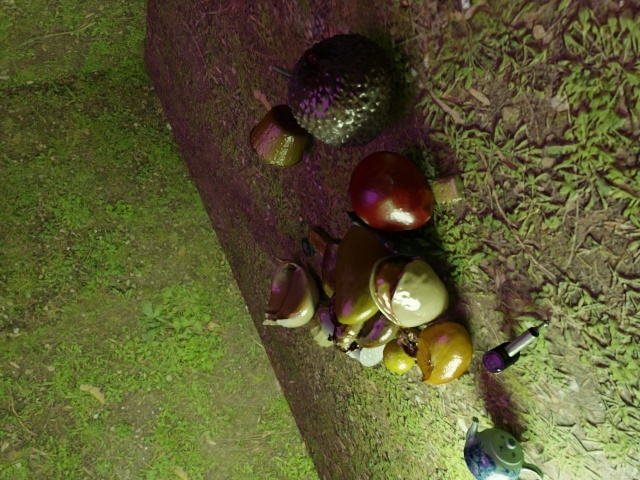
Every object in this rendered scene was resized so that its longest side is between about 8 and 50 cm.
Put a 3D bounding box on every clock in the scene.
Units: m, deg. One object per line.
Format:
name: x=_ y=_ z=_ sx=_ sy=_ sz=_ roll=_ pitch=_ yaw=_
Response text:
clock: x=-0.057 y=0.030 z=2.145 sx=0.085 sy=0.017 sz=0.085 roll=44 pitch=146 yaw=41

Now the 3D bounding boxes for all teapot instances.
teapot: x=0.491 y=0.584 z=1.352 sx=0.232 sy=0.159 sz=0.159 roll=36 pitch=145 yaw=17

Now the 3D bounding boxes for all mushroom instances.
mushroom: x=0.142 y=0.245 z=1.647 sx=0.263 sy=0.283 sz=0.195 roll=44 pitch=180 yaw=32

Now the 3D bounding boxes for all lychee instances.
lychee: x=0.062 y=-0.387 z=1.284 sx=0.300 sy=0.300 sz=0.300 roll=45 pitch=147 yaw=41

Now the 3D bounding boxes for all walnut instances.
walnut: x=0.303 y=0.328 z=1.617 sx=0.121 sy=0.052 sz=0.091 roll=57 pitch=135 yaw=30

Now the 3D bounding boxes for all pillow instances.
pillow: x=0.204 y=-0.021 z=1.389 sx=0.255 sy=0.189 sz=0.034 roll=42 pitch=120 yaw=46

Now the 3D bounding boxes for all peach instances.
peach: x=0.184 y=-0.120 z=1.294 sx=0.199 sy=0.243 sz=0.243 roll=-52 pitch=51 yaw=12

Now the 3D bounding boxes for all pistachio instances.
pistachio: x=0.244 y=0.142 z=1.372 sx=0.299 sy=0.187 sz=0.187 roll=36 pitch=-174 yaw=-47

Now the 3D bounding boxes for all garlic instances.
garlic: x=-0.129 y=0.246 z=2.233 sx=0.249 sy=0.313 sz=0.286 roll=22 pitch=159 yaw=-4

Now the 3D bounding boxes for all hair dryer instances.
hair dryer: x=0.480 y=0.243 z=1.182 sx=0.057 sy=0.100 sz=0.197 roll=55 pitch=134 yaw=23

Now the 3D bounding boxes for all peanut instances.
peanut: x=0.024 y=0.357 z=2.116 sx=0.298 sy=0.136 sz=0.120 roll=108 pitch=174 yaw=-53

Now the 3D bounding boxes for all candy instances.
candy: x=-0.108 y=-0.569 z=1.711 sx=0.093 sy=0.092 sz=0.335 roll=40 pitch=-175 yaw=-39

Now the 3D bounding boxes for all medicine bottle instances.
medicine bottle: x=0.128 y=0.362 z=1.897 sx=0.258 sy=0.143 sz=0.143 roll=29 pitch=135 yaw=53

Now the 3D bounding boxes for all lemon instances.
lemon: x=0.265 y=0.393 z=1.686 sx=0.109 sy=0.109 sz=0.133 roll=6 pitch=100 yaw=63

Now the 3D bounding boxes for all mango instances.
mango: x=0.143 y=0.092 z=1.529 sx=0.195 sy=0.142 sz=0.331 roll=-5 pitch=71 yaw=25
mango: x=0.354 y=0.314 z=1.416 sx=0.154 sy=0.126 sz=0.252 roll=43 pitch=145 yaw=28

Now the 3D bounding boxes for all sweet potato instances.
sweet potato: x=0.077 y=0.117 z=1.795 sx=0.158 sy=0.158 sz=0.369 roll=49 pitch=147 yaw=35

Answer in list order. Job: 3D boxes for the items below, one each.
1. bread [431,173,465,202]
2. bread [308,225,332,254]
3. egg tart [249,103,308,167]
bread: x=0.318 y=-0.131 z=1.239 sx=0.083 sy=0.035 sz=0.070 roll=-2 pitch=109 yaw=57
bread: x=0.000 y=0.000 z=1.963 sx=0.132 sy=0.053 sz=0.074 roll=44 pitch=146 yaw=38
egg tart: x=-0.136 y=-0.378 z=1.778 sx=0.215 sy=0.215 sz=0.171 roll=59 pitch=139 yaw=18
